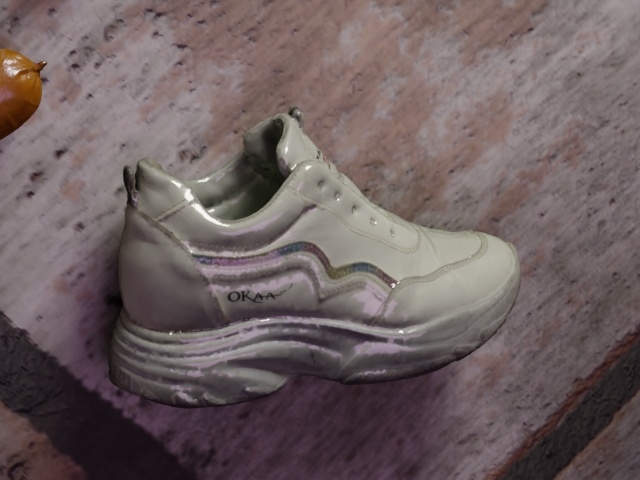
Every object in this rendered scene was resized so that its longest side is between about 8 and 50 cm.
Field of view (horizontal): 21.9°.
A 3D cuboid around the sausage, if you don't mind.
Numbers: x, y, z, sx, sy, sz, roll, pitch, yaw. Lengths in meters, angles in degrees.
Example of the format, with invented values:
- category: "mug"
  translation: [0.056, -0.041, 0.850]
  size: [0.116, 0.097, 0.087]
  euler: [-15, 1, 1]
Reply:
- category: "sausage"
  translation: [-0.271, -0.078, 1.166]
  size: [0.183, 0.054, 0.062]
  euler: [-33, 85, -10]

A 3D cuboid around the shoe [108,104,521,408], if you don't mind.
- category: "shoe"
  translation: [0.000, 0.000, 1.273]
  size: [0.342, 0.132, 0.210]
  euler: [-9, 112, -19]
